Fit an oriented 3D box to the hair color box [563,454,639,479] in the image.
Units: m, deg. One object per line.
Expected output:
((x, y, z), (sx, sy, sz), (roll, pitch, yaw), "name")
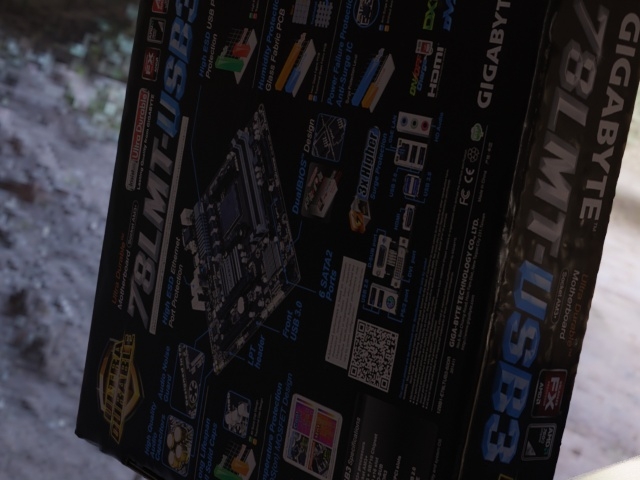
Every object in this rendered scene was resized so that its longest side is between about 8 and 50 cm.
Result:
((0.195, 0.197, 0.582), (0.114, 0.185, 0.374), (-17, 0, -4), "hair color box")

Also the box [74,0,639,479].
((0.000, 0.000, 0.714), (0.073, 0.295, 0.293), (5, 8, -40), "box")
